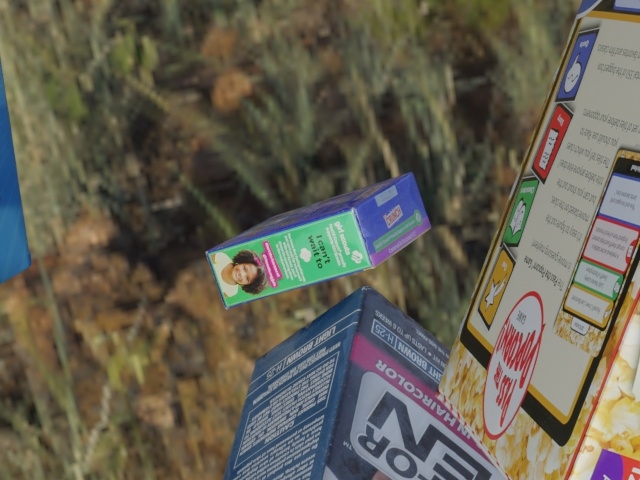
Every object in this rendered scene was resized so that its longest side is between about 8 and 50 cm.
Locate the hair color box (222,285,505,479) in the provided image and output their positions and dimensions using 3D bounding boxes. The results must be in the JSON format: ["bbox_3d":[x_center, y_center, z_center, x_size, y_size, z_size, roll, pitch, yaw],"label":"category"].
[{"bbox_3d":[0.026,0.204,0.935,0.105,0.174,0.347,-37,24,34],"label":"hair color box"}]

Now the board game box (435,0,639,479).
[{"bbox_3d":[0.096,-0.022,0.490,0.045,0.193,0.147,19,7,-10],"label":"board game box"}]

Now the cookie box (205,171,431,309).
[{"bbox_3d":[0.000,0.000,1.076,0.107,0.040,0.092,-17,7,30],"label":"cookie box"}]

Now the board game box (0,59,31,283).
[{"bbox_3d":[-0.372,-0.135,1.343,0.308,0.302,0.086,20,38,33],"label":"board game box"}]
